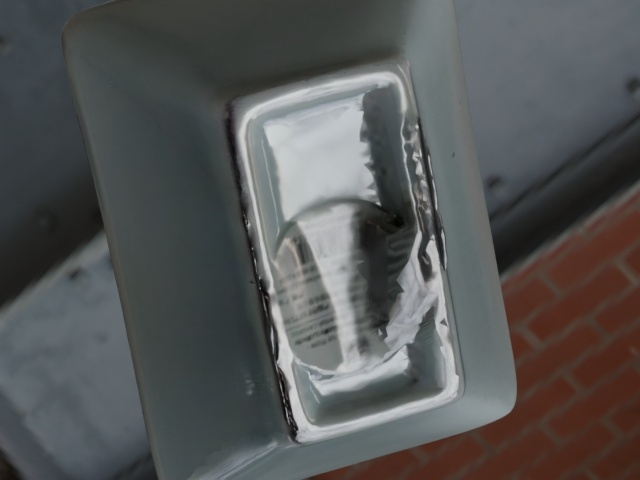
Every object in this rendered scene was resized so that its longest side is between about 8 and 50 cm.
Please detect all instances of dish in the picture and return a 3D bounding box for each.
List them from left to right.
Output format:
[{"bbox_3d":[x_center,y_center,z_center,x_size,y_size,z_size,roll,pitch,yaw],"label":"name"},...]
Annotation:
[{"bbox_3d":[0.000,0.000,0.842,0.182,0.243,0.080,-15,-163,-14],"label":"dish"}]
